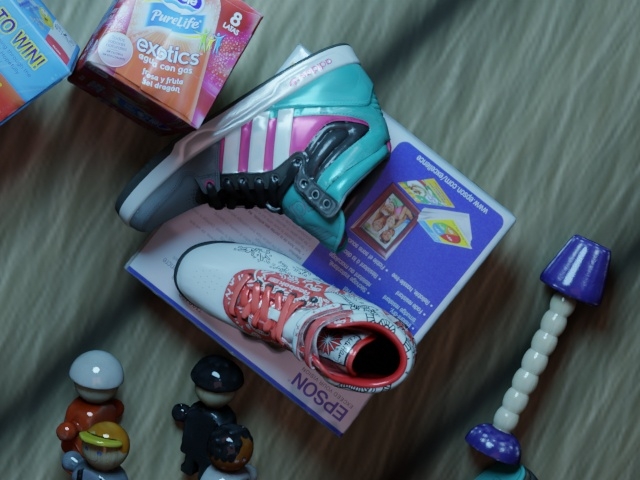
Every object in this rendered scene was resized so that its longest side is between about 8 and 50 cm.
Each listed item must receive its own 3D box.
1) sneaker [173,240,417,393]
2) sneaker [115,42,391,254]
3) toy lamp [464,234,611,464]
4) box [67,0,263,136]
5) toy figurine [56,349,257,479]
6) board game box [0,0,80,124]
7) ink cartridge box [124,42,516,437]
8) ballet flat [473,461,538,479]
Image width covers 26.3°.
[{"bbox_3d":[-0.026,0.074,1.390,0.270,0.145,0.090,24,94,-1],"label":"sneaker"},{"bbox_3d":[-0.047,-0.051,1.400,0.295,0.124,0.178,-33,80,1],"label":"sneaker"},{"bbox_3d":[0.259,0.126,1.592,0.080,0.080,0.274,21,96,-14],"label":"toy lamp"},{"bbox_3d":[-0.159,-0.187,1.348,0.122,0.257,0.128,31,85,-14],"label":"box"},{"bbox_3d":[-0.173,0.216,1.458,0.213,0.209,0.148,6,110,-13],"label":"toy figurine"},{"bbox_3d":[-0.444,-0.202,1.299,0.302,0.086,0.308,-34,110,11],"label":"board game box"},{"bbox_3d":[0.000,0.000,1.490,0.303,0.072,0.307,39,95,-1],"label":"ink cartridge box"},{"bbox_3d":[0.142,0.364,1.613,0.280,0.095,0.096,-26,117,-5],"label":"ballet flat"}]
